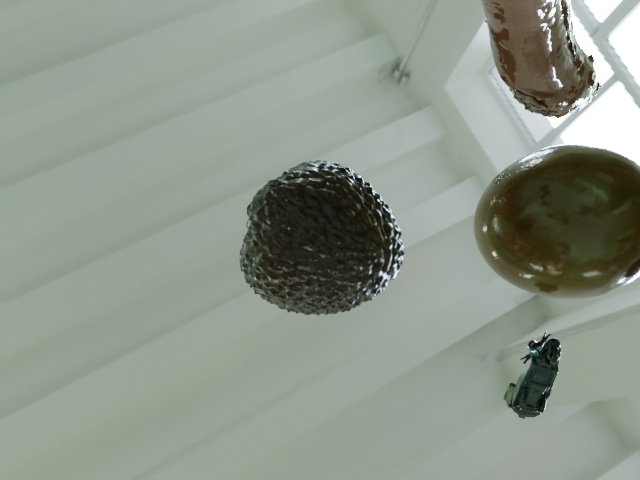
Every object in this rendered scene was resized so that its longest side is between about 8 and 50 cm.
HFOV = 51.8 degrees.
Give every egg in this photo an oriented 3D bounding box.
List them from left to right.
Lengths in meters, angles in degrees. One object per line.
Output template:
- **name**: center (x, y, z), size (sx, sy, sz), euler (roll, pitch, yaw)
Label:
- **egg**: center (0.451, -0.034, 1.201), size (0.351, 0.282, 0.283), euler (-3, -107, -13)

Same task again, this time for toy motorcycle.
- **toy motorcycle**: center (0.397, 0.249, 1.222), size (0.058, 0.100, 0.173), euler (16, -72, -3)

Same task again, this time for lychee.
- **lychee**: center (-0.005, -0.001, 0.766), size (0.194, 0.194, 0.194), euler (3, -108, -8)

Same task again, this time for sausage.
- **sausage**: center (0.154, -0.167, 0.482), size (0.078, 0.304, 0.078), euler (-8, -109, 25)
